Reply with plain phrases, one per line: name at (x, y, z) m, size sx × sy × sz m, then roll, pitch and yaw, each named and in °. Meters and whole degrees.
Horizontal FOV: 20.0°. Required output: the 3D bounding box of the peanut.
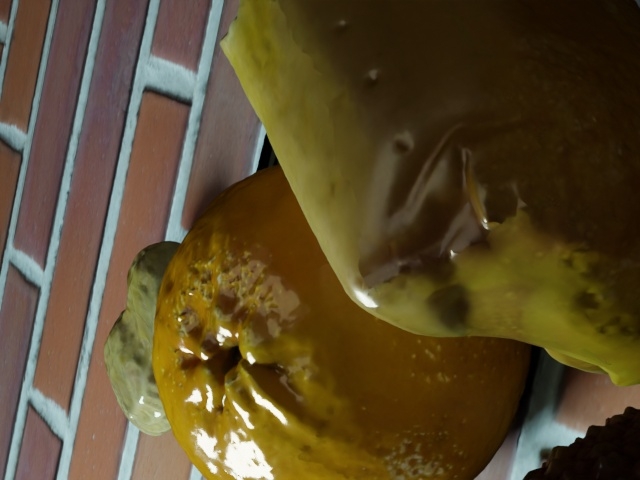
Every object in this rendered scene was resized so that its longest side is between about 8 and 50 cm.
peanut at (-0.198, 0.114, 2.185) m, size 0.197 × 0.110 × 0.233 m, roll -117°, pitch 43°, yaw -56°

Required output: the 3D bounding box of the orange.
orange at (0.008, 0.088, 1.554) m, size 0.340 × 0.293 × 0.340 m, roll -1°, pitch 88°, yaw 42°

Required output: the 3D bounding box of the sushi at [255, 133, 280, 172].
sushi at (0.000, 0.000, 1.820) m, size 0.296 × 0.100 × 0.373 m, roll -16°, pitch -59°, yaw -78°

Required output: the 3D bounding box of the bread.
bread at (0.156, -0.073, 1.326) m, size 0.250 × 0.361 × 0.394 m, roll -50°, pitch 44°, yaw 25°

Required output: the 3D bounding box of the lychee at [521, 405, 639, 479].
lychee at (0.226, 0.223, 1.207) m, size 0.271 × 0.271 × 0.271 m, roll -27°, pitch 59°, yaw 58°
